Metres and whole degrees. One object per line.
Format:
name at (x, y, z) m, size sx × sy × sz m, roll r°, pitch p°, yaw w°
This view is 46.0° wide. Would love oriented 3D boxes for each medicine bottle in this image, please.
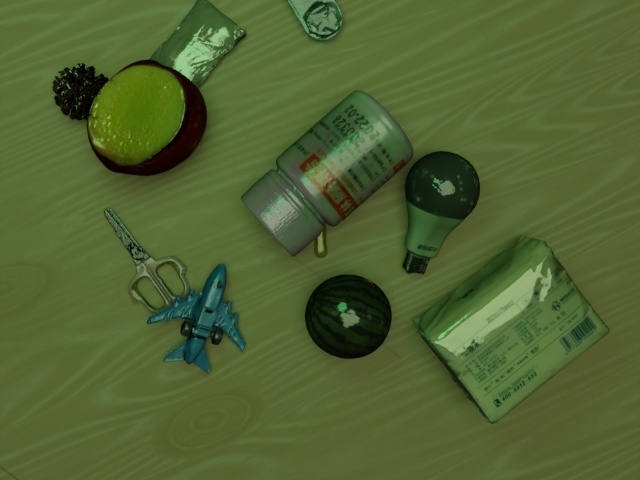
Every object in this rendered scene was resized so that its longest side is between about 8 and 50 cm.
medicine bottle at (0.014, -0.158, 1.800) m, size 0.388 × 0.219 × 0.219 m, roll -40°, pitch 95°, yaw -1°

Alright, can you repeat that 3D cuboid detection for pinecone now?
pinecone at (-0.573, -0.355, 1.793) m, size 0.120 × 0.140 × 0.140 m, roll 38°, pitch 90°, yaw 20°

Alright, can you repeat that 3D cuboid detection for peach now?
peach at (-0.399, -0.265, 1.755) m, size 0.275 × 0.245 × 0.248 m, roll -48°, pitch 55°, yaw -8°

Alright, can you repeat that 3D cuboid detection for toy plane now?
toy plane at (-0.286, 0.188, 1.856) m, size 0.254 × 0.105 × 0.271 m, roll 19°, pitch 99°, yaw -20°

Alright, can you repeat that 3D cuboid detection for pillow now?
pillow at (-0.307, -0.468, 1.844) m, size 0.148 × 0.050 × 0.230 m, roll 41°, pitch 90°, yaw 1°

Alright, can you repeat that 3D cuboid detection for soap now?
soap at (0.000, 0.000, 1.912) m, size 0.034 × 0.012 × 0.089 m, roll -4°, pitch 94°, yaw -4°

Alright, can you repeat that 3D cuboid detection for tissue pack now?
tissue pack at (0.463, 0.213, 1.862) m, size 0.380 × 0.207 × 0.297 m, roll -36°, pitch 97°, yaw -1°

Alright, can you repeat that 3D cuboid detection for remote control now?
remote control at (-0.033, -0.606, 1.853) m, size 0.104 × 0.052 × 0.247 m, roll -30°, pitch 96°, yaw -1°

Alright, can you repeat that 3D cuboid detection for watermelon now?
watermelon at (0.066, 0.183, 1.834) m, size 0.212 × 0.212 × 0.212 m, roll 0°, pitch 94°, yaw -4°

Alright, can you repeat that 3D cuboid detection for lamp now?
lamp at (0.298, -0.063, 1.862) m, size 0.181 × 0.182 × 0.314 m, roll -2°, pitch 108°, yaw -4°

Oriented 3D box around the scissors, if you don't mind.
scissors at (-0.439, 0.052, 1.876) m, size 0.160 × 0.024 × 0.318 m, roll -33°, pitch 96°, yaw -1°
